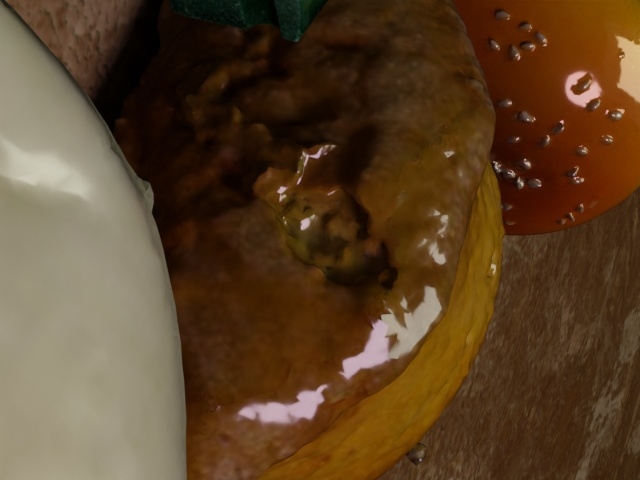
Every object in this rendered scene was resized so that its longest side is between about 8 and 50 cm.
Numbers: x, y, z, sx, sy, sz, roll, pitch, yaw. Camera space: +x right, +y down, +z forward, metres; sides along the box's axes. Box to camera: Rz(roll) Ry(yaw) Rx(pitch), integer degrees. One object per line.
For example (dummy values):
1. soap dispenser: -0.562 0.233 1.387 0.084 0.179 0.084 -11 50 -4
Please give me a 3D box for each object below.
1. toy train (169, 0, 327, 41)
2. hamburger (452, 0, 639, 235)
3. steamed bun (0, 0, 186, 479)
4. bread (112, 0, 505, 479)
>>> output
1. toy train: -0.023 -0.184 0.805 0.200 0.132 0.083 -58 153 -31
2. hamburger: 0.113 -0.110 1.044 0.170 0.246 0.246 -54 149 -37
3. steamed bun: -0.216 0.042 0.353 0.312 0.233 0.334 -43 102 -37
4. bread: 0.000 0.000 0.857 0.194 0.179 0.340 66 35 -58
